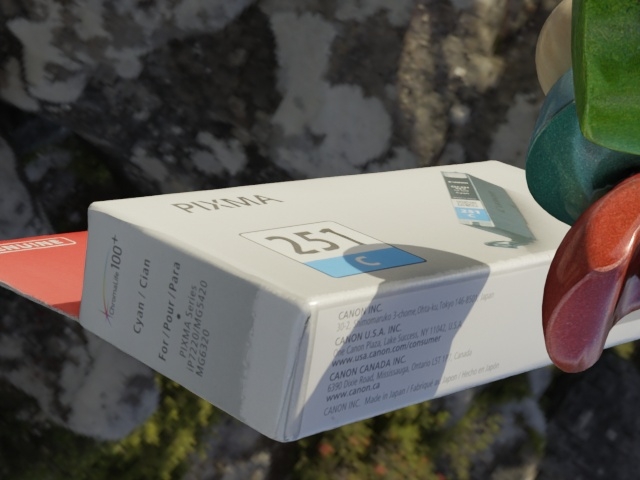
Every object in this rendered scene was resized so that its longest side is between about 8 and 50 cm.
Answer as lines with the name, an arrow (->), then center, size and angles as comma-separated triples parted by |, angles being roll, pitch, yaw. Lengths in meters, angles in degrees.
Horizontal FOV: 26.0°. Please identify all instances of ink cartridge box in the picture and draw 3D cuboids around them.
ink cartridge box -> 0.000, 0.000, 0.706 | 0.296, 0.261, 0.066 | -8, 113, -46

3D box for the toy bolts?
toy bolts -> 0.150, -0.080, 0.476 | 0.218, 0.158, 0.228 | -1, 142, -8
